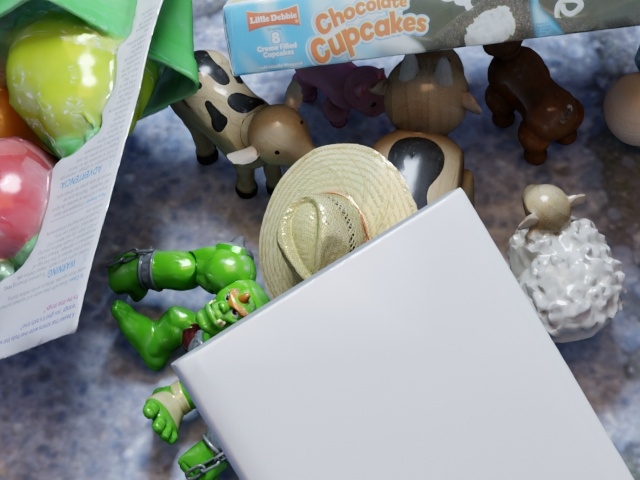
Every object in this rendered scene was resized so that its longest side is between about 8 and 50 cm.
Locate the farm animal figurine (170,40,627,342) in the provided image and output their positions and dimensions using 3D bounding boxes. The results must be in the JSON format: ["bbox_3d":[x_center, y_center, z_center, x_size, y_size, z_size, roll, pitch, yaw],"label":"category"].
[{"bbox_3d":[0.049,-0.061,1.534,0.330,0.172,0.327,-8,61,2],"label":"farm animal figurine"}]

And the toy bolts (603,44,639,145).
[{"bbox_3d":[0.301,-0.131,1.529,0.158,0.218,0.228,-45,28,-1],"label":"toy bolts"}]

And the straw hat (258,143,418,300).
[{"bbox_3d":[0.000,0.000,1.422,0.144,0.061,0.144,-2,86,27],"label":"straw hat"}]

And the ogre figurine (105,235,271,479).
[{"bbox_3d":[-0.085,0.077,1.523,0.118,0.097,0.197,-29,45,10],"label":"ogre figurine"}]

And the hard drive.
[{"bbox_3d":[0.087,0.174,1.375,0.233,0.047,0.353,-32,94,-11],"label":"hard drive"}]

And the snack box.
[{"bbox_3d":[0.095,-0.191,1.512,0.322,0.060,0.187,-6,18,7],"label":"snack box"}]

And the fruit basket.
[{"bbox_3d":[-0.219,-0.058,1.528,0.165,0.327,0.353,22,64,-33],"label":"fruit basket"}]
